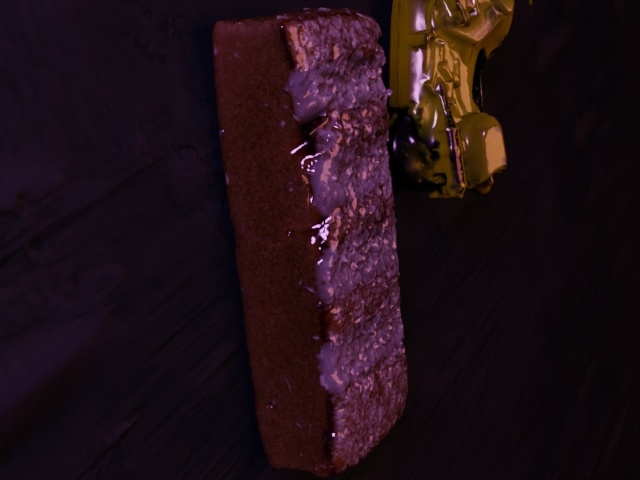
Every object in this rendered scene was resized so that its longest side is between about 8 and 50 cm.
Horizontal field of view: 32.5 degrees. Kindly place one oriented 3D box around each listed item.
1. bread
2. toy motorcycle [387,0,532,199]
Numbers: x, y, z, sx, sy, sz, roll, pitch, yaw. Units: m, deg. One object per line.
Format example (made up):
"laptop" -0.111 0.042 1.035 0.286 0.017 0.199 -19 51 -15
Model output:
"bread" 0.000 0.000 1.002 0.165 0.113 0.417 -29 117 -56
"toy motorcycle" 0.153 -0.220 1.258 0.206 0.142 0.343 -2 94 -24
